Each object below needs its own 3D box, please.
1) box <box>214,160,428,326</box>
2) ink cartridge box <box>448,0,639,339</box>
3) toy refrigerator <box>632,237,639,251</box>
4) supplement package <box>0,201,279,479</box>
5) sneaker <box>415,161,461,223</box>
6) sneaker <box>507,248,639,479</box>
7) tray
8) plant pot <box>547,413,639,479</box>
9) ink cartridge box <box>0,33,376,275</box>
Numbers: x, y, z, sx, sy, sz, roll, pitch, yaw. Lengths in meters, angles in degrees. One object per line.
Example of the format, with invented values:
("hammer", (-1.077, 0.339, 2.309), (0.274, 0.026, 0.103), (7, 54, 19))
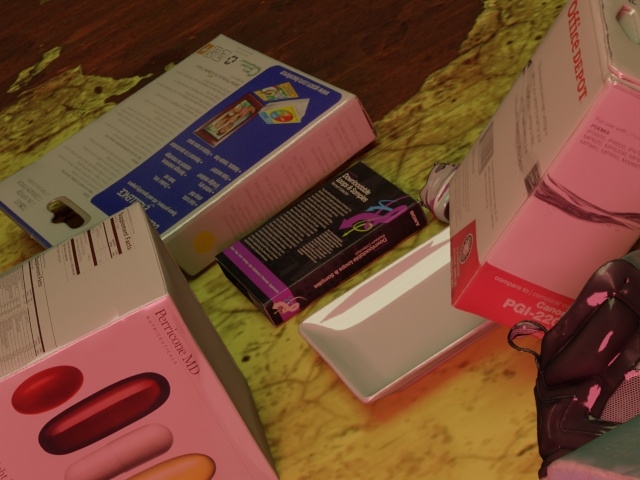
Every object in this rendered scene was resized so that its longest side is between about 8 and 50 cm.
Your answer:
("box", (0.000, 0.000, 1.502), (0.162, 0.029, 0.116), (-35, 31, -9))
("ink cartridge box", (0.179, -0.061, 1.215), (0.158, 0.092, 0.218), (-86, 21, -52))
("toy refrigerator", (0.277, -0.032, 1.232), (0.102, 0.094, 0.269), (14, 33, -9))
("supplement package", (-0.170, 0.120, 1.289), (0.203, 0.194, 0.149), (-28, 31, 1))
("sneaker", (0.123, -0.059, 1.482), (0.098, 0.038, 0.069), (-37, 32, -15))
("sneaker", (0.243, 0.069, 1.055), (0.268, 0.153, 0.101), (-20, -9, 19))
("tray", (0.122, 0.032, 1.352), (0.270, 0.030, 0.145), (-33, 31, -8))
("plant pot", (0.295, 0.171, 0.803), (0.247, 0.248, 0.252), (8, 29, 46))
("ink cartridge box", (-0.143, -0.070, 1.692), (0.307, 0.072, 0.303), (-38, 32, -13))
